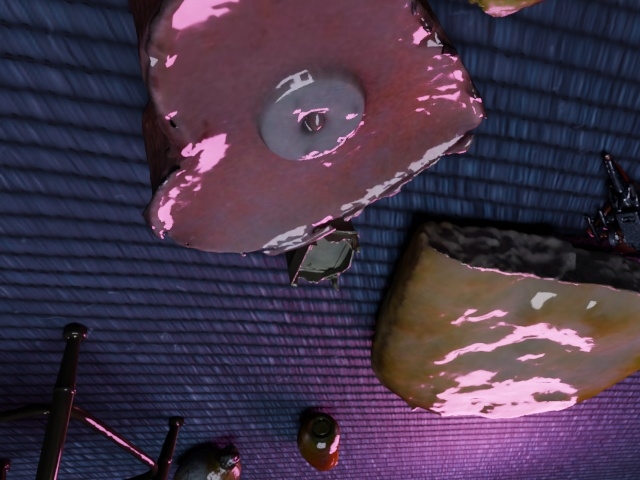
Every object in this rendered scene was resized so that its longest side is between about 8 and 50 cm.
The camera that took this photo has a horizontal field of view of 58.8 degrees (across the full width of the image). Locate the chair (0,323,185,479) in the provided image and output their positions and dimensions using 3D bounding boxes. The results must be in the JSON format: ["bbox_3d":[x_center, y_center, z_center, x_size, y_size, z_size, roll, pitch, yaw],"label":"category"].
[{"bbox_3d":[-0.424,0.415,0.767,0.364,0.410,0.362,-14,141,4],"label":"chair"}]

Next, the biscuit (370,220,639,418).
[{"bbox_3d":[0.292,0.142,0.843,0.429,0.104,0.446,4,139,-7],"label":"biscuit"}]

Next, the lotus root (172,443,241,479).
[{"bbox_3d":[-0.218,0.462,1.128,0.113,0.088,0.192,25,128,-28],"label":"lotus root"}]

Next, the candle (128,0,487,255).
[{"bbox_3d":[-0.008,-0.125,0.454,0.287,0.131,0.317,-8,151,-14],"label":"candle"}]

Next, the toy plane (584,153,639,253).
[{"bbox_3d":[0.380,-0.037,0.696,0.130,0.061,0.189,-6,149,44],"label":"toy plane"}]

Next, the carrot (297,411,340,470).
[{"bbox_3d":[-0.003,0.401,1.110,0.087,0.087,0.193,-7,142,-6],"label":"carrot"}]

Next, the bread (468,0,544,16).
[{"bbox_3d":[0.134,-0.266,0.341,0.181,0.096,0.222,-23,139,10],"label":"bread"}]

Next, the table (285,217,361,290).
[{"bbox_3d":[0.000,0.000,0.630,0.062,0.083,0.079,6,137,-19],"label":"table"}]
